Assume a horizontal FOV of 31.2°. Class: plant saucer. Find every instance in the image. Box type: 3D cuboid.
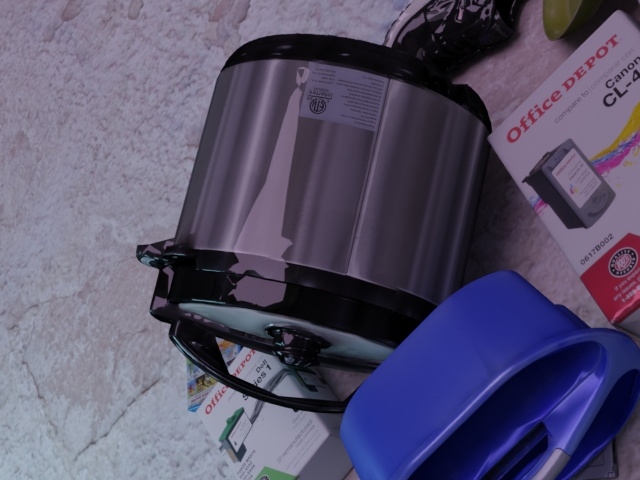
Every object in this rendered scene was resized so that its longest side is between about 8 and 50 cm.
[{"bbox_3d":[0.329,-0.362,1.406,0.241,0.037,0.241,-170,90,-86],"label":"plant saucer"}]

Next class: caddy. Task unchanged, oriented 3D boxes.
[{"bbox_3d":[0.187,0.201,1.222,0.341,0.241,0.179,-47,46,13],"label":"caddy"}]

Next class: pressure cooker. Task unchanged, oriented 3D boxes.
[{"bbox_3d":[-0.002,-0.002,1.415,0.370,0.375,0.420,1,73,43],"label":"pressure cooker"}]

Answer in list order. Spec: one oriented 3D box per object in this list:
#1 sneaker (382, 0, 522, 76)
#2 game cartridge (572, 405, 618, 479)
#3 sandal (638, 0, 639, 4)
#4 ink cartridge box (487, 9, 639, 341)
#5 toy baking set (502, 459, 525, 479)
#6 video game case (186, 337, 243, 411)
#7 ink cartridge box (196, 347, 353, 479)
[{"bbox_3d":[0.189,-0.288,1.542,0.283,0.107,0.124,-56,48,11],"label":"sneaker"},{"bbox_3d":[0.306,0.228,1.289,0.056,0.017,0.083,-13,65,36],"label":"game cartridge"},{"bbox_3d":[0.433,-0.354,1.278,0.102,0.169,0.416,125,147,-61],"label":"sandal"},{"bbox_3d":[0.358,-0.070,1.277,0.226,0.131,0.306,-45,50,21],"label":"ink cartridge box"},{"bbox_3d":[0.158,0.256,1.413,0.256,0.030,0.197,-14,67,40],"label":"toy baking set"},{"bbox_3d":[-0.162,0.169,1.758,0.119,0.015,0.166,-24,58,35],"label":"video game case"},{"bbox_3d":[-0.057,0.255,1.567,0.160,0.092,0.219,-54,46,13],"label":"ink cartridge box"}]
